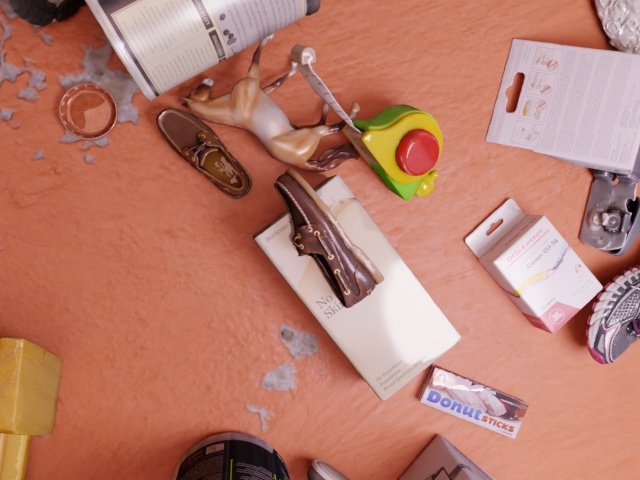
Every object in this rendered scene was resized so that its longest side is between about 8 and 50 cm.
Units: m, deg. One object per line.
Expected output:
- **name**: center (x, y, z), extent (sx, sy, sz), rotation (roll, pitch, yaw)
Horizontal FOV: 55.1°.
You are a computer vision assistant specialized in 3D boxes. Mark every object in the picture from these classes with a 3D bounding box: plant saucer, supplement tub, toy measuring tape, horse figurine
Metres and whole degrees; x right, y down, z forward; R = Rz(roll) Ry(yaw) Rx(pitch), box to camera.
- **plant saucer**: center (-0.347, -0.193, 0.921), extent (0.084, 0.013, 0.083), rotation (0, 92, -8)
- **supplement tub**: center (-0.124, 0.403, 0.829), extent (0.194, 0.316, 0.193), rotation (0, 93, -7)
- **toy measuring tape**: center (0.091, -0.183, 0.893), extent (0.121, 0.121, 0.330), rotation (-46, 127, -3)
- **horse figurine**: center (-0.058, -0.189, 0.931), extent (0.263, 0.066, 0.174), rotation (41, 78, -5)

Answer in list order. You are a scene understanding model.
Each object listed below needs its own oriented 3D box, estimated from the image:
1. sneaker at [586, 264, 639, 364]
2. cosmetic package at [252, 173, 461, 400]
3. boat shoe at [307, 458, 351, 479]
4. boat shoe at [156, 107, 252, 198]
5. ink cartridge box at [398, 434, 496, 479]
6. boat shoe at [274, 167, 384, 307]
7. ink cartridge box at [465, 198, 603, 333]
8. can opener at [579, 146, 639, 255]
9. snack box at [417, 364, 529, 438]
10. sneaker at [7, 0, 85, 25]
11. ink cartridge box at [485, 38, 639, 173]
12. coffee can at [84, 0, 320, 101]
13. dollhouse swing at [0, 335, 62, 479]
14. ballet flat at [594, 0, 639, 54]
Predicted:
- **sneaker**: center (0.548, 0.088, 0.982), extent (0.299, 0.112, 0.121), rotation (-42, 132, -2)
- **cosmetic package**: center (0.052, 0.068, 0.938), extent (0.160, 0.113, 0.309), rotation (-39, 98, -4)
- **boat shoe**: center (0.091, 0.480, 0.965), extent (0.335, 0.112, 0.095), rotation (42, 83, -11)
- **boat shoe**: center (-0.173, -0.135, 0.923), extent (0.178, 0.060, 0.064), rotation (44, 87, -7)
- **ink cartridge box**: center (0.249, 0.441, 0.895), extent (0.211, 0.289, 0.121), rotation (42, 90, -7)
- **boat shoe**: center (0.000, 0.000, 0.833), extent (0.073, 0.073, 0.207), rotation (-39, 97, -6)
- **ink cartridge box**: center (0.343, 0.038, 0.996), extent (0.115, 0.067, 0.198), rotation (-43, 97, -4)
- **can opener**: center (0.505, -0.116, 1.020), extent (0.095, 0.076, 0.283), rotation (13, 91, -40)
- **snack box**: center (0.254, 0.267, 1.019), extent (0.178, 0.022, 0.064), rotation (23, 91, -8)
- **sneaker**: center (-0.326, -0.505, 0.848), extent (0.182, 0.158, 0.410), rotation (43, 85, 1)
- **ink cartridge box**: center (0.401, -0.216, 0.985), extent (0.225, 0.056, 0.180), rotation (15, 90, 24)
- **coffee can**: center (-0.167, -0.345, 0.842), extent (0.275, 0.201, 0.201), rotation (-30, 96, -5)
- **dollhouse swing**: center (-0.561, 0.275, 0.791), extent (0.347, 0.315, 0.304), rotation (8, 72, -8)
- **ballet flat**: center (0.492, -0.466, 0.958), extent (0.147, 0.147, 0.408), rotation (-22, 96, -6)
